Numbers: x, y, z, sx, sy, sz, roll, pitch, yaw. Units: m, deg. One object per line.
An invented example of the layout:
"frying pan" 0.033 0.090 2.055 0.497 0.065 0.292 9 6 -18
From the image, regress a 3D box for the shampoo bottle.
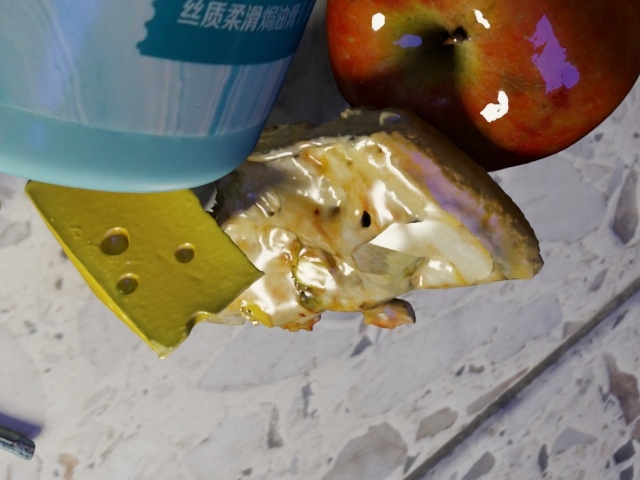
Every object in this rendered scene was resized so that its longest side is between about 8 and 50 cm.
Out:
"shampoo bottle" -0.132 -0.243 0.869 0.331 0.331 0.342 6 115 -39

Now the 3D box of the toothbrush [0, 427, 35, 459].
"toothbrush" -0.290 0.121 1.201 0.219 0.016 0.019 31 98 -44

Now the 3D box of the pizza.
"pizza" 0.000 0.000 1.198 0.189 0.297 0.071 50 45 -30

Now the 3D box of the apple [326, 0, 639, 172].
"apple" 0.121 -0.160 1.196 0.230 0.230 0.230 -18 127 -26

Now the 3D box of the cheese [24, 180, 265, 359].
"cheese" -0.112 0.014 1.156 0.093 0.171 0.126 -37 133 -11
